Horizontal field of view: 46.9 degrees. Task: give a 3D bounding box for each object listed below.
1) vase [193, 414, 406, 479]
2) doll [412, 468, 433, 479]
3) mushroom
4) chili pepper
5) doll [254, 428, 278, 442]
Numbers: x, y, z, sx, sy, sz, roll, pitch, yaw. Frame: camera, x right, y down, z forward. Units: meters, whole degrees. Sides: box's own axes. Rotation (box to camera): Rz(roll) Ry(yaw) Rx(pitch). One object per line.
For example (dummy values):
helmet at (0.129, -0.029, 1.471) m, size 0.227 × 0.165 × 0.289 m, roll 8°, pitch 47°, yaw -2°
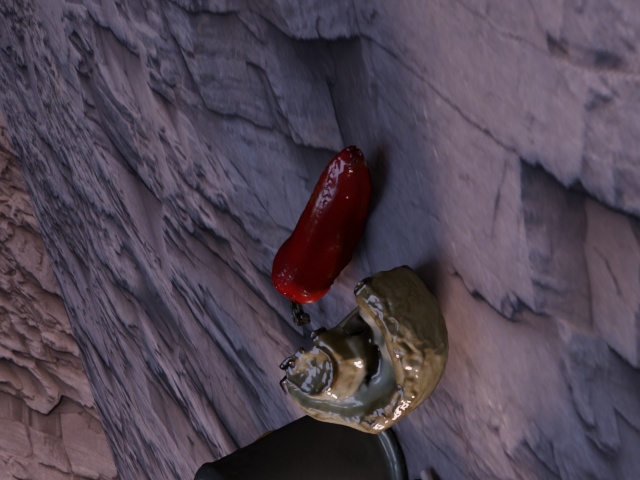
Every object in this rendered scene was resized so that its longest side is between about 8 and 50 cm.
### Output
vase at (-0.044, 0.399, 1.197) m, size 0.245 × 0.291 × 0.245 m, roll 35°, pitch 133°, yaw 47°
doll at (0.166, 0.390, 1.087) m, size 0.143 × 0.057 × 0.099 m, roll -10°, pitch 76°, yaw 57°
mushroom at (0.077, 0.162, 1.006) m, size 0.164 × 0.189 × 0.267 m, roll 48°, pitch 118°, yaw 12°
chili pepper at (0.000, 0.000, 1.112) m, size 0.110 × 0.110 × 0.388 m, roll 57°, pitch 143°, yaw 24°
doll at (-0.080, 0.533, 1.438) m, size 0.270 × 0.166 × 0.162 m, roll 53°, pitch 145°, yaw 25°
